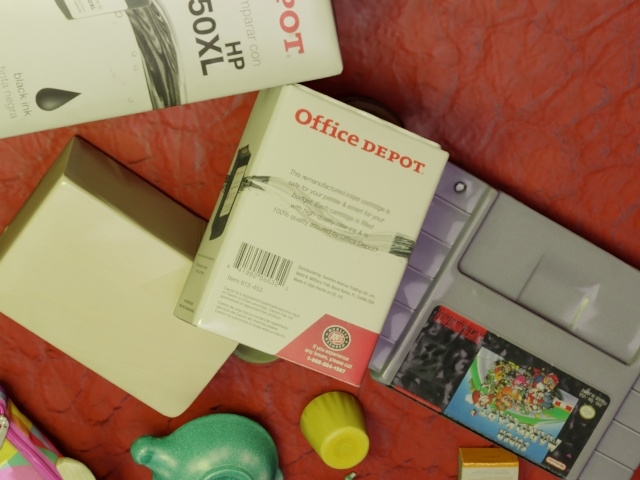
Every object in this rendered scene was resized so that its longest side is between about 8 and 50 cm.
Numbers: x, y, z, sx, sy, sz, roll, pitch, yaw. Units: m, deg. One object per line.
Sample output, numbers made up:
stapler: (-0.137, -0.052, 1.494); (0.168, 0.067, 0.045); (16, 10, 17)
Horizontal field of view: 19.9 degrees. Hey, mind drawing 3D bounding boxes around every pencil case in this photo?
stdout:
pencil case: (-0.302, 0.251, 1.891); (0.104, 0.104, 0.236); (-34, 114, 11)

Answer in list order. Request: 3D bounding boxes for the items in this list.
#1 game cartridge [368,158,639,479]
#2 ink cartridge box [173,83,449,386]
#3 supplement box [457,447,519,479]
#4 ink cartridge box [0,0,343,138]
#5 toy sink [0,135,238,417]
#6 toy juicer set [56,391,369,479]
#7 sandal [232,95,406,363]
game cartridge: (0.209, 0.095, 1.851); (0.355, 0.068, 0.230); (28, 91, -15)
ink cartridge box: (-0.009, -0.007, 1.695); (0.172, 0.100, 0.237); (22, 87, -17)
supplement box: (0.179, 0.272, 1.963); (0.062, 0.036, 0.098); (0, 113, -4)
ink cartridge box: (-0.195, -0.267, 1.638); (0.395, 0.166, 0.285); (-11, 114, 1)
toy sink: (-0.191, 0.034, 1.789); (0.234, 0.131, 0.153); (33, 108, -14)
toy juicer set: (-0.108, 0.276, 1.922); (0.329, 0.089, 0.209); (-8, 118, -12)
sandal: (0.001, 0.002, 1.806); (0.120, 0.086, 0.303); (23, 105, -13)
